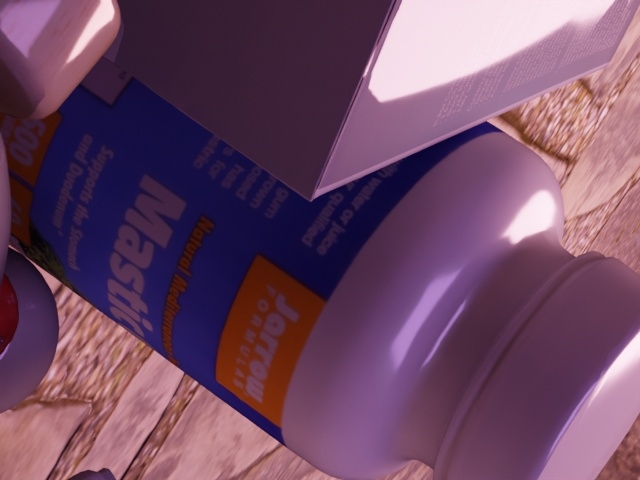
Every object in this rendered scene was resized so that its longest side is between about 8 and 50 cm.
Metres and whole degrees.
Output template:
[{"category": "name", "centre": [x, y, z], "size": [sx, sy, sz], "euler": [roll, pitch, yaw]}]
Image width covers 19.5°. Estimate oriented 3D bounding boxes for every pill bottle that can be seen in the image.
[{"category": "pill bottle", "centre": [0.000, 0.000, 0.744], "size": [0.152, 0.272, 0.152], "euler": [-45, 156, -26]}]

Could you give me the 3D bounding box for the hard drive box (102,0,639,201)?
[{"category": "hard drive box", "centre": [0.006, -0.125, 0.704], "size": [0.232, 0.181, 0.089], "euler": [-24, 144, -52]}]

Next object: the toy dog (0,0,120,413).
[{"category": "toy dog", "centre": [-0.169, -0.021, 0.584], "size": [0.220, 0.161, 0.334], "euler": [-45, 172, -33]}]

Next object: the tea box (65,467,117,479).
[{"category": "tea box", "centre": [-0.204, 0.284, 0.628], "size": [0.329, 0.220, 0.323], "euler": [-35, 179, 43]}]
